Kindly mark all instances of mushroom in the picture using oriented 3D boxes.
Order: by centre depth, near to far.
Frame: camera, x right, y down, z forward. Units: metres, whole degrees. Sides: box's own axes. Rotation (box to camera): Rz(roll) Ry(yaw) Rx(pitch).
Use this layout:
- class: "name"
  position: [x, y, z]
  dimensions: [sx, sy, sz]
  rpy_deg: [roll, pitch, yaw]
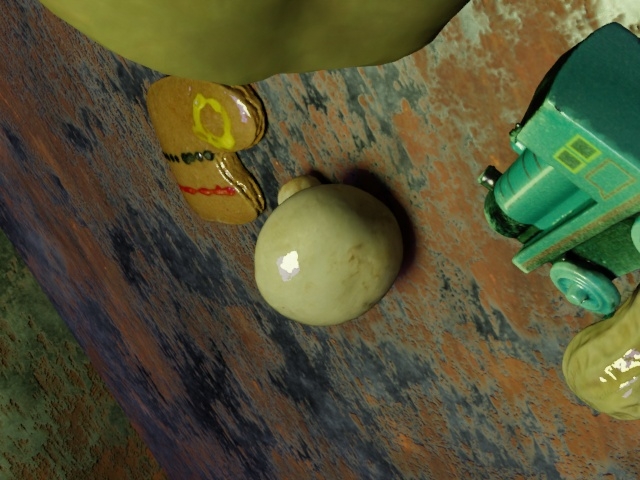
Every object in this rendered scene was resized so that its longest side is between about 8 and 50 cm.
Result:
- class: "mushroom"
  position: [-0.006, 0.011, 0.954]
  dimensions: [0.209, 0.206, 0.206]
  rpy_deg: [29, 141, 28]

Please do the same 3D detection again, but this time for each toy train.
- class: "toy train"
  position: [0.239, -0.042, 0.620]
  dimensions: [0.194, 0.120, 0.298]
  rpy_deg: [39, 166, 6]

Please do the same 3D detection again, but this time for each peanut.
- class: "peanut"
  position: [0.329, 0.103, 0.710]
  dimensions: [0.111, 0.125, 0.274]
  rpy_deg: [40, 146, 16]

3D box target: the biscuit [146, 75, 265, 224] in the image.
- class: "biscuit"
  position: [-0.169, -0.135, 1.132]
  dimensions: [0.262, 0.052, 0.277]
  rpy_deg: [16, 133, 41]

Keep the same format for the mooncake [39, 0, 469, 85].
- class: "mooncake"
  position: [-0.038, -0.340, 0.438]
  dimensions: [0.467, 0.467, 0.262]
  rpy_deg: [48, 151, 4]
